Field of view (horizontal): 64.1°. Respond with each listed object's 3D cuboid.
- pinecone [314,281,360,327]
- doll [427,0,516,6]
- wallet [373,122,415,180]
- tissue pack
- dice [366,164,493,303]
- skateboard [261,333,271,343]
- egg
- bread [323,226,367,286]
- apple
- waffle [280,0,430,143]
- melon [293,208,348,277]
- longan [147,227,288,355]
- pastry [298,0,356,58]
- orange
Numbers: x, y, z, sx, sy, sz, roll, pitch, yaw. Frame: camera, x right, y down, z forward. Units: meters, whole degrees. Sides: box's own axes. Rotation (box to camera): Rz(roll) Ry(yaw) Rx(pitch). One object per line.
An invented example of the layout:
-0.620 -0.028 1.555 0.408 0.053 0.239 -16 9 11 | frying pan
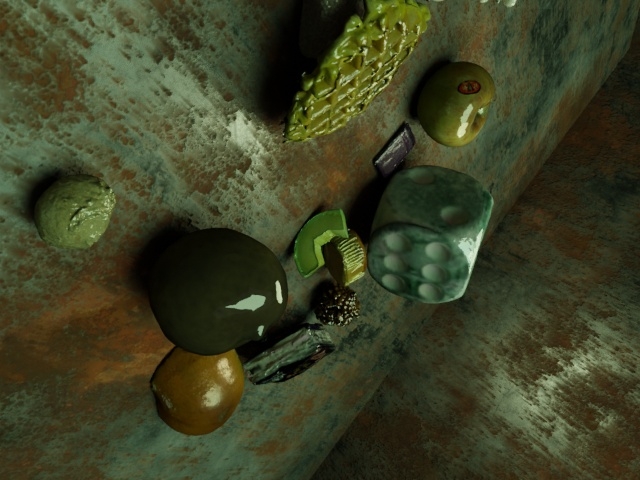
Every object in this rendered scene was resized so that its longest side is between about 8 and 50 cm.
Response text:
0.052 0.222 1.744 0.173 0.173 0.174 -36 145 -30 | pinecone
0.379 -0.667 1.233 0.208 0.271 0.144 103 -15 -71 | doll
0.235 -0.277 1.606 0.166 0.030 0.111 -50 151 -6 | wallet
-0.093 0.359 1.615 0.245 0.123 0.332 -31 164 3 | tissue pack
0.350 -0.018 1.654 0.328 0.330 0.348 91 25 -43 | dice
-0.199 0.260 1.485 0.067 0.080 0.151 -57 153 -7 | skateboard
-0.403 -0.045 0.842 0.140 0.116 0.118 -47 177 -6 | egg
0.083 0.050 1.610 0.114 0.132 0.190 -29 146 -13 | bread
0.410 -0.412 1.556 0.261 0.194 0.261 -39 148 -30 | apple
0.072 -0.356 1.095 0.379 0.095 0.382 -47 174 38 | waffle
0.000 0.000 1.474 0.209 0.118 0.064 -43 164 4 | melon
-0.215 0.108 1.106 0.297 0.297 0.297 -36 145 -30 | longan
0.018 -0.480 1.008 0.103 0.112 0.265 -28 141 -26 | pastry
-0.336 0.400 1.426 0.274 0.274 0.310 -26 109 -40 | orange
